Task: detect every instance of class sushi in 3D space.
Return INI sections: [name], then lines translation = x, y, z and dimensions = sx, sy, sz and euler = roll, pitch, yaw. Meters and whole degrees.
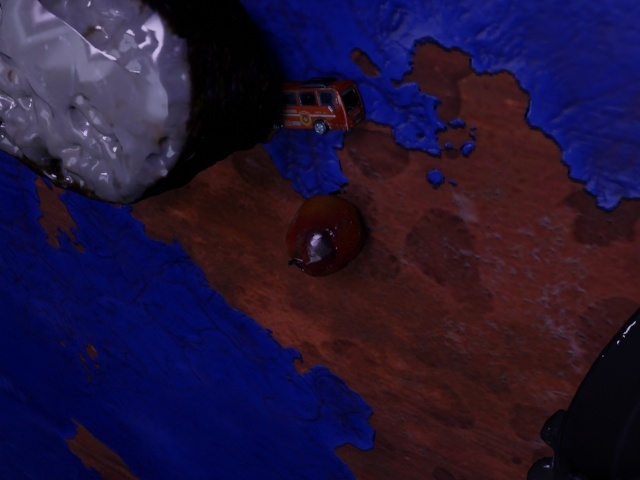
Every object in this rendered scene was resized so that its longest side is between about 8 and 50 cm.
[sushi]
translation = -0.192, -0.186, 0.564
dimensions = 0.348, 0.207, 0.234
euler = 34, 125, 9

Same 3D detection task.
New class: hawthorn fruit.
[hawthorn fruit]
translation = 0.004, -0.003, 0.671
dimensions = 0.077, 0.077, 0.077
euler = 22, 137, 22

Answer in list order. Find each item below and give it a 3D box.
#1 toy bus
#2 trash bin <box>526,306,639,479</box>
[toy bus]
translation = -0.016, -0.115, 0.619
dimensions = 0.110, 0.031, 0.043
euler = 7, 123, 35
[trash bin]
translation = 0.315, 0.154, 0.446
dimensions = 0.262, 0.217, 0.277
euler = 39, 135, 3
